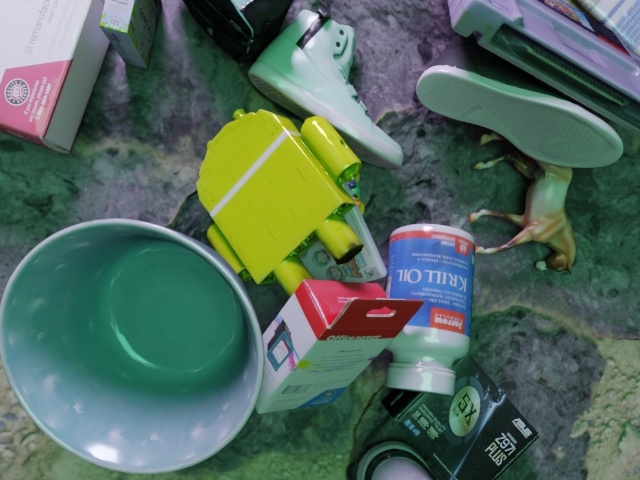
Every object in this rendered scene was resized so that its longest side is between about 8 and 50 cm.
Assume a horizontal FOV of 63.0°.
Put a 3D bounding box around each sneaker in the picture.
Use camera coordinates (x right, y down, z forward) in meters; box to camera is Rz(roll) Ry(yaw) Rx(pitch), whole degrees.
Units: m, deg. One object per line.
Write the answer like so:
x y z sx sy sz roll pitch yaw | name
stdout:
0.172 0.479 0.725 0.137 0.210 0.365 -26 95 -6 | sneaker
0.042 -0.222 0.751 0.256 0.094 0.151 35 83 -9 | sneaker
0.296 -0.214 0.748 0.296 0.104 0.146 24 60 4 | sneaker

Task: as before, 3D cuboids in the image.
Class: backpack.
-0.122 -0.354 0.687 0.188 0.166 0.144 42 84 -10 | backpack

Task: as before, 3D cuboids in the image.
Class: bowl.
-0.209 0.112 0.666 0.312 0.163 0.311 1 101 6 | bowl

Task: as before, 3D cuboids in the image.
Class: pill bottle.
0.149 0.098 0.731 0.124 0.124 0.221 9 74 -8 | pill bottle

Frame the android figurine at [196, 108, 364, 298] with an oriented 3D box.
-0.065 -0.058 0.703 0.248 0.056 0.272 -45 70 21 | android figurine

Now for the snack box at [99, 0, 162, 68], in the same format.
-0.244 -0.296 0.683 0.037 0.141 0.100 14 89 -9 | snack box

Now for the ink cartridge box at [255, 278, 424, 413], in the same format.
0.010 0.125 0.679 0.134 0.078 0.231 7 131 -40 | ink cartridge box

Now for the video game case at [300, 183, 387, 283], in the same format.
0.000 0.000 0.741 0.143 0.019 0.157 -20 102 27 | video game case

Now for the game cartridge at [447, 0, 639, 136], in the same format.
0.337 -0.278 0.731 0.355 0.068 0.230 23 47 -13 | game cartridge

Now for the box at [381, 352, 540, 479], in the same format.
0.210 0.270 0.793 0.147 0.077 0.180 -41 96 -6 | box

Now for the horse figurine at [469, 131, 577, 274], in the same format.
0.323 -0.077 0.808 0.175 0.066 0.263 1 94 -2 | horse figurine

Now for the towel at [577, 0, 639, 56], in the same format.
0.521 -0.421 0.844 0.285 0.034 0.209 40 88 -5 | towel

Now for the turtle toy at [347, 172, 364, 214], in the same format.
0.017 -0.081 0.763 0.095 0.066 0.130 -9 93 -8 | turtle toy

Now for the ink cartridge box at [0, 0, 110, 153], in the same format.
-0.444 -0.259 0.667 0.283 0.117 0.207 19 89 -8 | ink cartridge box
